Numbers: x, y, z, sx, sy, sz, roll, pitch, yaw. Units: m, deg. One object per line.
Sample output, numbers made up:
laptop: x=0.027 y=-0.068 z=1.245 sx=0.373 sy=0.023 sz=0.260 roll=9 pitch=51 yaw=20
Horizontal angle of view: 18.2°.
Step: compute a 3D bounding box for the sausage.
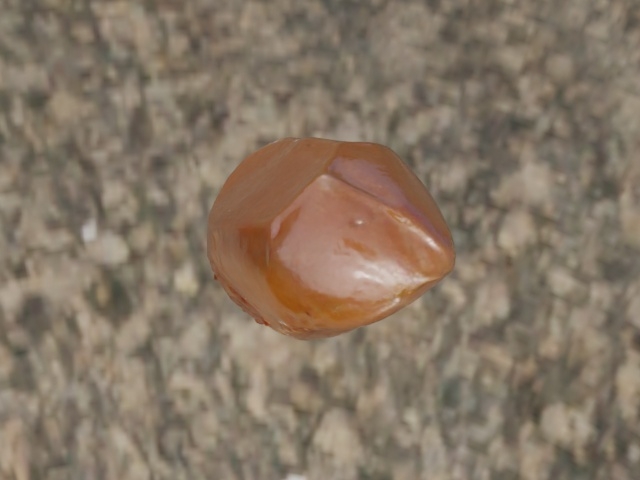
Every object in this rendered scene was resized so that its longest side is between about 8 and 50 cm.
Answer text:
sausage: x=0.000 y=0.000 z=0.839 sx=0.089 sy=0.179 sz=0.089 roll=0 pitch=89 yaw=-18
